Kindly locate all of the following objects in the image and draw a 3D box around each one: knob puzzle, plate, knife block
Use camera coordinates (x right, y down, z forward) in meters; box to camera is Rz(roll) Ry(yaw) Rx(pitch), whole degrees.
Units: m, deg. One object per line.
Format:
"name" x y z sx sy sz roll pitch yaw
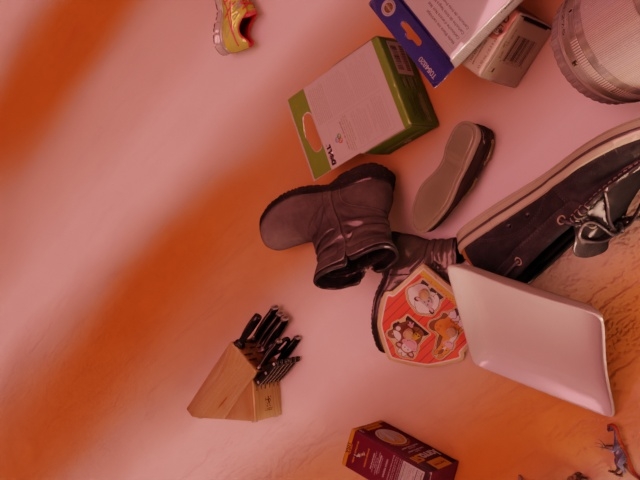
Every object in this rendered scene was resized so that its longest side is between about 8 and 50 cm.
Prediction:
"knob puzzle" 0.188 0.161 1.789 0.213 0.030 0.213 5 113 11
"plate" 0.360 0.157 1.624 0.277 0.045 0.278 18 145 35
"knife block" -0.167 0.261 2.087 0.276 0.088 0.241 -5 88 38

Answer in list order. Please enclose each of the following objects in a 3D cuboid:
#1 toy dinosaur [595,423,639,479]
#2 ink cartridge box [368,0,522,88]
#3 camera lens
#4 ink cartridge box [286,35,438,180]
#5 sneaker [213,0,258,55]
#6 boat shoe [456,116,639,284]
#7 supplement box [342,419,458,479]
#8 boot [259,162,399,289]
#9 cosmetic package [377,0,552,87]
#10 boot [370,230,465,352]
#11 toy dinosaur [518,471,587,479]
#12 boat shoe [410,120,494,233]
"toy dinosaur" 0.499 0.350 1.624 0.090 0.047 0.082 12 90 3
"ink cartridge box" 0.198 -0.408 1.621 0.224 0.045 0.223 -46 65 25
"camera lens" 0.492 -0.331 1.416 0.274 0.220 0.219 149 110 -71
"ink cartridge box" 0.074 -0.249 1.880 0.255 0.097 0.188 -28 75 38
"sneaker" -0.173 -0.502 2.077 0.094 0.081 0.208 4 101 30
"boat shoe" 0.433 -0.058 1.561 0.500 0.187 0.155 -37 71 39
"supplement box" 0.150 0.421 1.839 0.188 0.104 0.080 23 105 34
"boot" 0.000 0.000 1.872 0.338 0.118 0.222 -27 44 37
"cosmetic package" 0.240 -0.406 1.712 0.296 0.153 0.129 42 114 27
"boot" 0.187 0.106 1.819 0.161 0.083 0.246 10 99 31
"toy dinosaur" 0.422 0.512 1.629 0.296 0.127 0.200 21 111 41
"boat shoe" 0.243 -0.108 1.770 0.081 0.069 0.227 47 118 40
